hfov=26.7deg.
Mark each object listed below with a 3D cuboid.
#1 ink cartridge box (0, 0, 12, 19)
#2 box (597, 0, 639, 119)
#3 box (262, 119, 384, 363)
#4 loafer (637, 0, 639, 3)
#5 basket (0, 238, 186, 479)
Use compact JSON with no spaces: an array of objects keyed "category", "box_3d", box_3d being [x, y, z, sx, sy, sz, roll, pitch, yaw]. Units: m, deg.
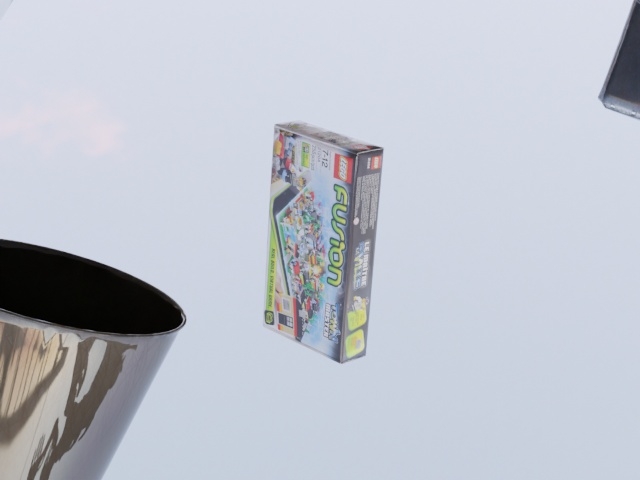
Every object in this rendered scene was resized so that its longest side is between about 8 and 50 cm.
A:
[{"category":"ink cartridge box","box_3d":[-0.171,-0.265,0.846,0.060,0.275,0.239,29,-128,-11]},{"category":"box","box_3d":[0.397,-0.244,0.986,0.212,0.395,0.293,22,-169,24]},{"category":"box","box_3d":[0.000,0.000,1.267,0.036,0.207,0.114,-14,-154,-42]},{"category":"loafer","box_3d":[0.106,-0.164,0.461,0.109,0.302,0.095,-9,-132,25]},{"category":"basket","box_3d":[-0.233,0.133,1.018,0.204,0.226,0.154,15,-164,-16]}]
